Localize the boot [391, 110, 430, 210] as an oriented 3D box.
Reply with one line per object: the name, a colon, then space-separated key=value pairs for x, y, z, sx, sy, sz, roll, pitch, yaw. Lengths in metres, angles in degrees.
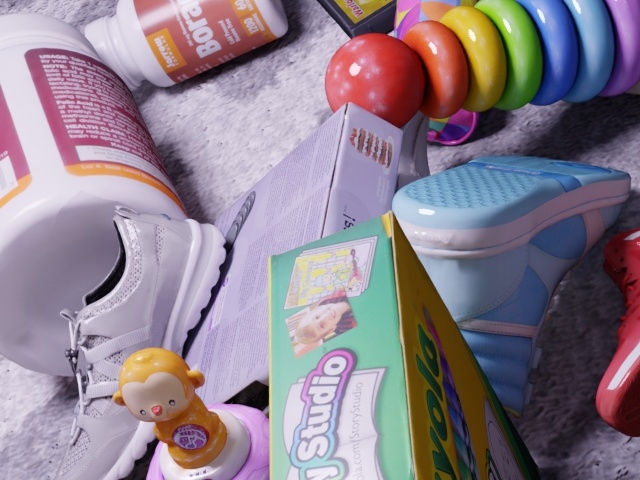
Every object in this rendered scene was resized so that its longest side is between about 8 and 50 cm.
boot: x=0.092 y=-0.009 z=1.355 sx=0.123 sy=0.095 sz=0.258 roll=11 pitch=66 yaw=13

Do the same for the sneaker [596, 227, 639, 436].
sneaker: x=0.264 y=0.066 z=1.206 sx=0.221 sy=0.087 sz=0.128 roll=-39 pitch=31 yaw=-28

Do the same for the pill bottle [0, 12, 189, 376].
pill bottle: x=-0.275 y=-0.063 z=1.535 sx=0.224 sy=0.224 sz=0.392 roll=-30 pitch=40 yaw=1

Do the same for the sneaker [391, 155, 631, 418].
sneaker: x=0.156 y=0.042 z=1.247 sx=0.127 sy=0.208 sz=0.319 roll=12 pitch=16 yaw=35

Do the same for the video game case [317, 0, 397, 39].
video game case: x=0.092 y=-0.359 z=1.758 sx=0.248 sy=0.035 sz=0.275 roll=-32 pitch=41 yaw=-2

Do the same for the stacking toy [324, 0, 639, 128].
stacking toy: x=0.156 y=-0.172 z=1.361 sx=0.330 sy=0.141 sz=0.141 roll=-14 pitch=37 yaw=-19

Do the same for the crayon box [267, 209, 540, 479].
crayon box: x=0.074 y=0.218 z=0.973 sx=0.106 sy=0.313 sz=0.363 roll=-18 pitch=42 yaw=14

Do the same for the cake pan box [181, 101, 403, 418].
cake pan box: x=-0.035 y=0.046 z=1.293 sx=0.246 sy=0.070 sz=0.267 roll=-42 pitch=30 yaw=48

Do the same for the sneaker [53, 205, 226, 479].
sneaker: x=-0.189 y=0.100 z=1.347 sx=0.281 sy=0.115 sz=0.105 roll=-69 pitch=18 yaw=-6

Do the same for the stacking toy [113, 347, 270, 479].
stacking toy: x=-0.062 y=0.180 z=1.102 sx=0.175 sy=0.302 sz=0.165 roll=-15 pitch=43 yaw=16

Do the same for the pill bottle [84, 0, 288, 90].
pill bottle: x=-0.156 y=-0.251 z=1.732 sx=0.216 sy=0.121 sz=0.121 roll=-23 pitch=41 yaw=9

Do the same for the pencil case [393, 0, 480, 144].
pencil case: x=0.120 y=-0.202 z=1.539 sx=0.104 sy=0.104 sz=0.236 roll=-13 pitch=42 yaw=20
